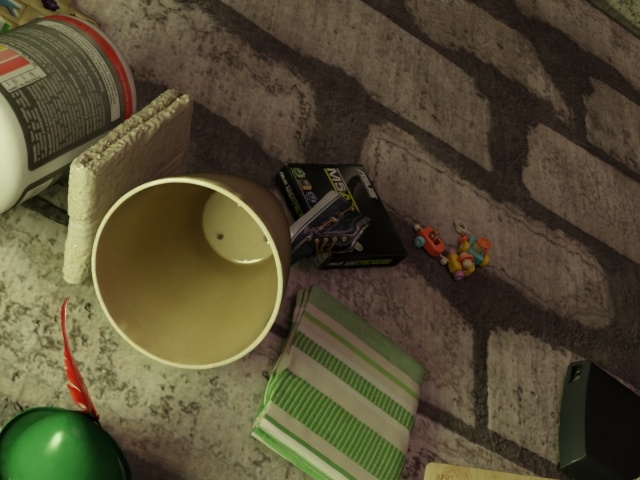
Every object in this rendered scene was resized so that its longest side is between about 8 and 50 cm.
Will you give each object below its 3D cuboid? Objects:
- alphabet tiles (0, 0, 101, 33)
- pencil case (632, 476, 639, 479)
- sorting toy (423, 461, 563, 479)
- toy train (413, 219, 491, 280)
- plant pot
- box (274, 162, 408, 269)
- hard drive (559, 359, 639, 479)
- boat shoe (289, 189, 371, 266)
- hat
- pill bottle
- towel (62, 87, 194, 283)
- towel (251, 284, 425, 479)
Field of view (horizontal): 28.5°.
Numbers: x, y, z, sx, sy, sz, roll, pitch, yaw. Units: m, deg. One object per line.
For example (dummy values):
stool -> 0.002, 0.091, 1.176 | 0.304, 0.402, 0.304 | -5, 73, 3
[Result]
alphabet tiles -> -0.502, -0.370, 1.914 | 0.342, 0.011, 0.285 | 30, 39, -19
pencil case -> 0.592, 0.564, 1.946 | 0.410, 0.160, 0.183 | 49, 36, 6
sorting toy -> 0.252, 0.441, 1.707 | 0.255, 0.089, 0.257 | 6, 39, 10
toy train -> 0.243, 0.003, 2.243 | 0.166, 0.046, 0.125 | -18, 69, -50
plant pot -> -0.143, 0.007, 1.733 | 0.256, 0.256, 0.274 | 44, 20, -2
box -> 0.035, -0.042, 2.087 | 0.184, 0.045, 0.191 | -2, 58, -41
hard drive -> 0.490, 0.327, 2.163 | 0.172, 0.054, 0.255 | 36, 37, -13
boat shoe -> 0.000, 0.000, 1.948 | 0.083, 0.065, 0.183 | 35, 58, 14
hat -> -0.263, 0.220, 1.433 | 0.208, 0.183, 0.173 | 32, 39, -17
pill bottle -> -0.417, -0.149, 1.616 | 0.210, 0.210, 0.363 | 47, 36, 2
towel -> -0.263, -0.081, 1.722 | 0.049, 0.187, 0.282 | 21, 34, 16
towel -> 0.032, 0.229, 1.837 | 0.248, 0.038, 0.325 | 37, 35, -13
